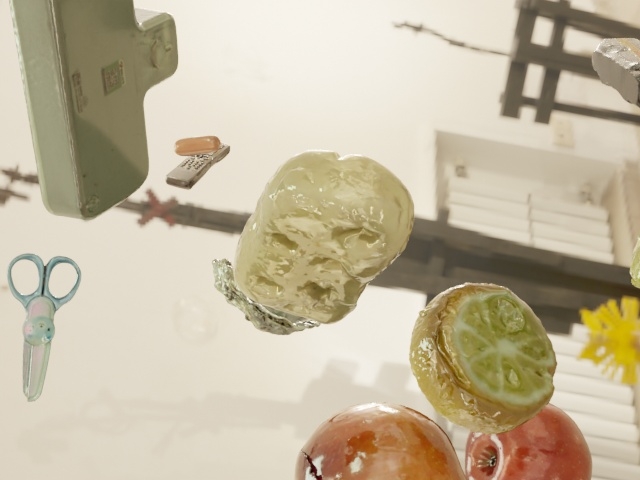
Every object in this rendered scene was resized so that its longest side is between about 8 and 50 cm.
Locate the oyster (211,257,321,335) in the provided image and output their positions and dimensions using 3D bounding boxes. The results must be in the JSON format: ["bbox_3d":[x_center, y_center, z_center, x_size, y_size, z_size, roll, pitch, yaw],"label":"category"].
[{"bbox_3d":[-0.102,0.091,1.666,0.199,0.252,0.087,-19,-57,-66],"label":"oyster"}]

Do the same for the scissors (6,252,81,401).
[{"bbox_3d":[-0.487,0.151,1.753,0.030,0.125,0.256,-172,87,-67],"label":"scissors"}]

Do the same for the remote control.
[{"bbox_3d":[-0.230,-0.146,1.923,0.212,0.059,0.028,-54,-27,-61],"label":"remote control"}]

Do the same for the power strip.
[{"bbox_3d":[-0.209,-0.169,0.979,0.193,0.059,0.265,-45,-40,-52],"label":"power strip"}]

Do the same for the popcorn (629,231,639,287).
[{"bbox_3d":[0.478,0.039,1.197,0.184,0.204,0.221,58,-162,-34],"label":"popcorn"}]

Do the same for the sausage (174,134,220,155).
[{"bbox_3d":[-0.214,-0.165,1.761,0.034,0.083,0.034,-4,-90,-70],"label":"sausage"}]

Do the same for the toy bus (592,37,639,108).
[{"bbox_3d":[0.428,-0.228,1.367,0.172,0.072,0.057,-105,11,-62],"label":"toy bus"}]

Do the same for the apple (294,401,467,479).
[{"bbox_3d":[0.085,0.338,1.265,0.251,0.206,0.272,79,169,-70],"label":"apple"}]

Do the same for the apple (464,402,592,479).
[{"bbox_3d":[0.411,0.452,2.053,0.260,0.216,0.260,-24,62,55],"label":"apple"}]

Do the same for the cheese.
[{"bbox_3d":[0.000,0.002,1.081,0.263,0.159,0.093,121,167,-57],"label":"cheese"}]

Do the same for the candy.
[{"bbox_3d":[0.272,0.194,1.683,0.118,0.260,0.260,124,157,-51],"label":"candy"}]
